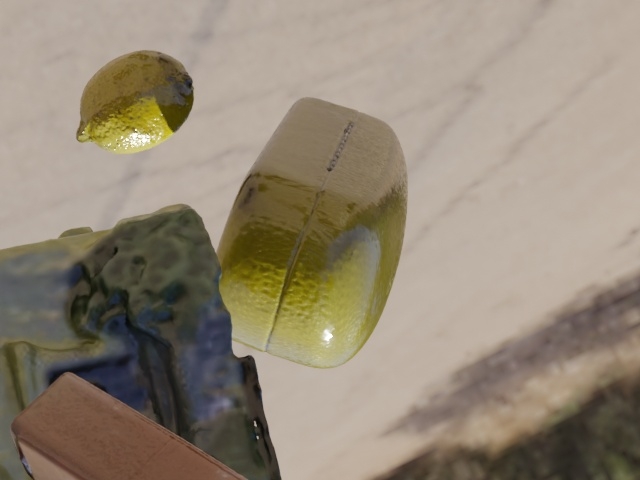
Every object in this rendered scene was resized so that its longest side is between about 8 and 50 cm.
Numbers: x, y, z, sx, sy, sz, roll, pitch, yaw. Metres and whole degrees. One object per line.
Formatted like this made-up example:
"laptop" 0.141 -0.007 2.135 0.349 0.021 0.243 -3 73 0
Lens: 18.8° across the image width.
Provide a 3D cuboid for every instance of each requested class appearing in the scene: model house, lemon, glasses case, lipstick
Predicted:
"model house" -0.194 0.143 1.203 0.266 0.321 0.261 -8 173 -22
"lemon" -0.159 -0.115 1.642 0.110 0.082 0.082 -28 169 0
"glasses case" 0.000 0.000 1.642 0.371 0.141 0.173 -65 175 -73
"lipstick" -0.070 0.112 0.847 0.045 0.145 0.045 -42 141 -29
